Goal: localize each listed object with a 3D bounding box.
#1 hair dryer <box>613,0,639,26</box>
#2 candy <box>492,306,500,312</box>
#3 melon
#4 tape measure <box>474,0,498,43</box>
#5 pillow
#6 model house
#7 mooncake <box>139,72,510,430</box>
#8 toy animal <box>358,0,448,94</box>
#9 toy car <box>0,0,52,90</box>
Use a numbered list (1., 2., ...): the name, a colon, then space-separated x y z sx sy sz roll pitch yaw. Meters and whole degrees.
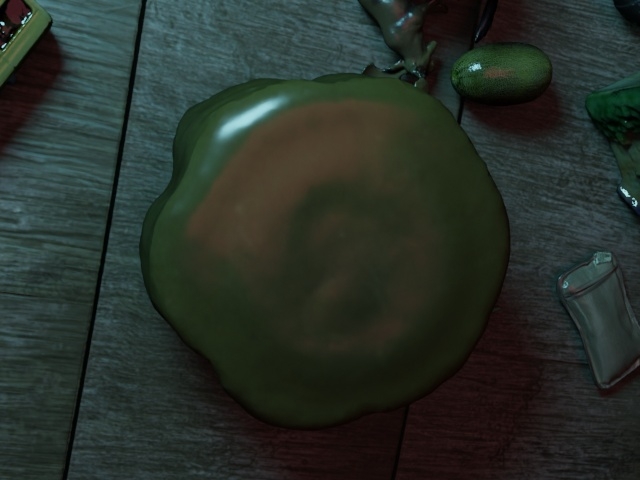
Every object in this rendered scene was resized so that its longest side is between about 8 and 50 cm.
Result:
1. hair dryer: 0.587 -0.465 1.229 0.235 0.091 0.271 18 86 -28
2. candy: 0.205 0.133 1.192 0.201 0.060 0.060 -14 100 -24
3. melon: 0.273 -0.252 1.138 0.162 0.099 0.099 -4 97 -15
4. tape measure: 0.218 -0.488 1.101 0.215 0.098 0.351 23 91 -20
5. pillow: 0.483 0.133 1.278 0.131 0.038 0.232 -30 104 -15
6. model house: 0.617 -0.144 1.150 0.245 0.312 0.280 -24 100 -17
7. mooncake: 0.000 0.000 0.995 0.467 0.262 0.467 -3 100 -16
8. toy animal: 0.118 -0.302 1.099 0.186 0.094 0.214 -44 99 -13
9. toy car: -0.445 -0.210 0.919 0.124 0.101 0.256 38 83 -21
